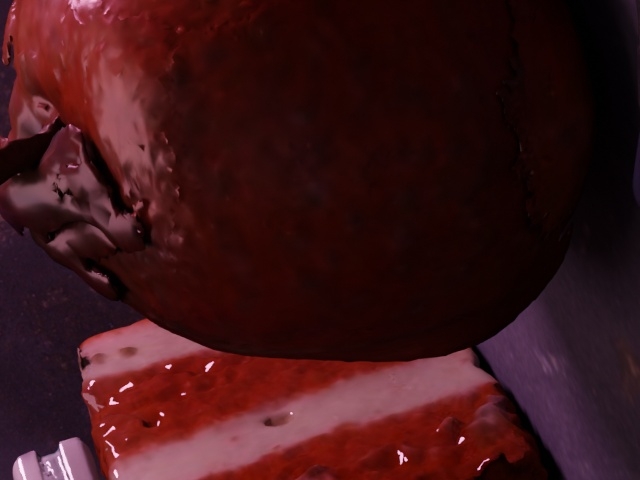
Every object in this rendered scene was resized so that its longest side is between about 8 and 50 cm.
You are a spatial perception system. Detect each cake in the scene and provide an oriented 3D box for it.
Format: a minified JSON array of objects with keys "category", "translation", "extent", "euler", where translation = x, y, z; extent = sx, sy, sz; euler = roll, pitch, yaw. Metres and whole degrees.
[{"category":"cake","translation":[-0.005,0.195,1.042],"extent":[0.319,0.269,0.270],"euler":[-123,19,-56]}]

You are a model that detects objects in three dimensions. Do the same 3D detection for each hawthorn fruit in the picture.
[{"category":"hawthorn fruit","translation":[-0.036,-0.066,0.671],"extent":[0.276,0.307,0.276],"euler":[168,90,-67]}]

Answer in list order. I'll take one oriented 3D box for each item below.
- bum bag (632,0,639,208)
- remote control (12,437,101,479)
[{"category":"bum bag","translation":[0.162,0.008,0.345],"extent":[0.310,0.074,0.137],"euler":[56,150,40]},{"category":"remote control","translation":[-0.135,0.251,0.915],"extent":[0.277,0.055,0.103],"euler":[83,163,-45]}]
